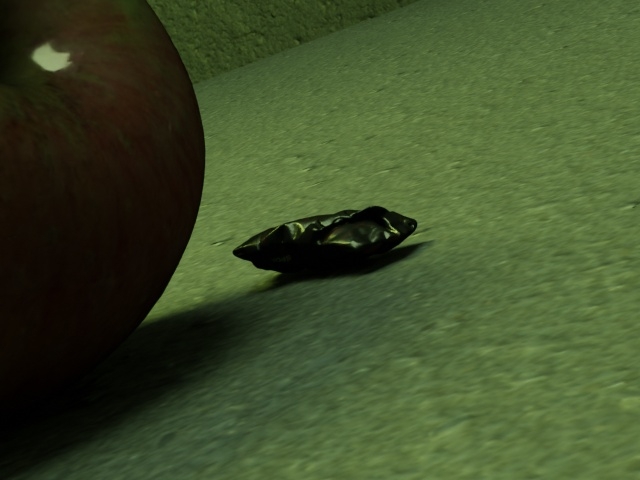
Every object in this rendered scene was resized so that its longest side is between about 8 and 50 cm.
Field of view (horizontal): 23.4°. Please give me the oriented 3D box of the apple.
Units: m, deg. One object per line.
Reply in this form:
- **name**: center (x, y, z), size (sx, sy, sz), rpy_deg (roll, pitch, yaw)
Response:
- **apple**: center (-0.232, -0.039, 0.847), size (0.269, 0.345, 0.345), rpy_deg (-41, -5, 37)

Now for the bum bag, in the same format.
- **bum bag**: center (0.000, 0.001, 0.949), size (0.124, 0.034, 0.058), rpy_deg (-10, 5, 41)
